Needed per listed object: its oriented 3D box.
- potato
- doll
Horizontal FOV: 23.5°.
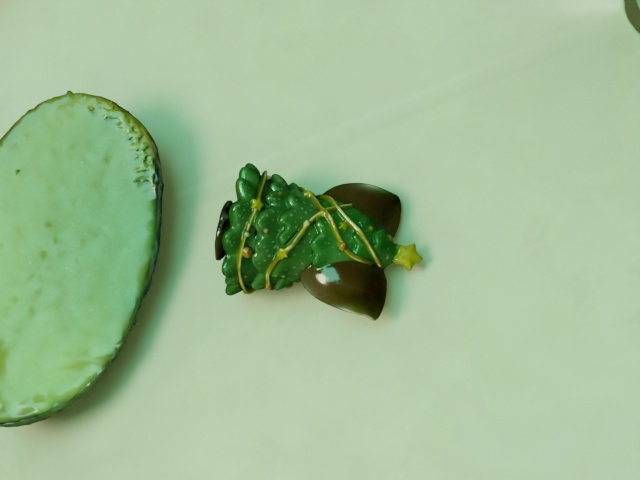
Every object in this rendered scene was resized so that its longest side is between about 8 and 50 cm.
[{"bbox_3d":[-0.153,0.013,0.907,0.119,0.054,0.198,3,79,-1],"label":"potato"},{"bbox_3d":[-0.005,-0.005,0.843,0.113,0.077,0.078,1,63,22],"label":"doll"}]
